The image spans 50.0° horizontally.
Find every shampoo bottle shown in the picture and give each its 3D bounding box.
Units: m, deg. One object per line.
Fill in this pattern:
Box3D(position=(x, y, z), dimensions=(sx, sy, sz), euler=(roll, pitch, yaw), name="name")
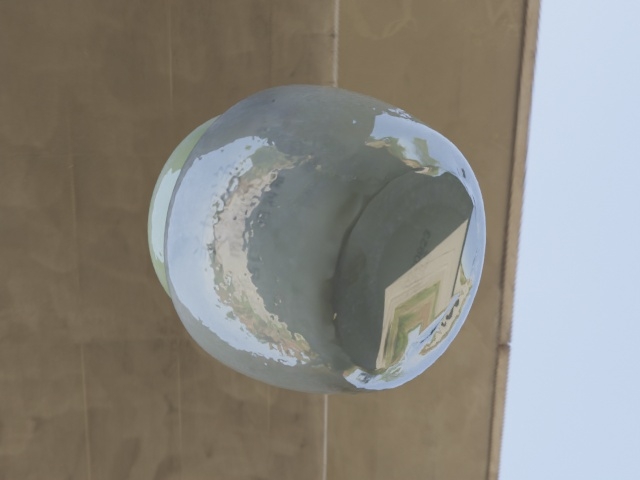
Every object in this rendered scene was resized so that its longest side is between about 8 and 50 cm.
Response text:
Box3D(position=(0.000, 0.000, 0.729), dimensions=(0.322, 0.317, 0.322), euler=(-18, -65, -44), name="shampoo bottle")
